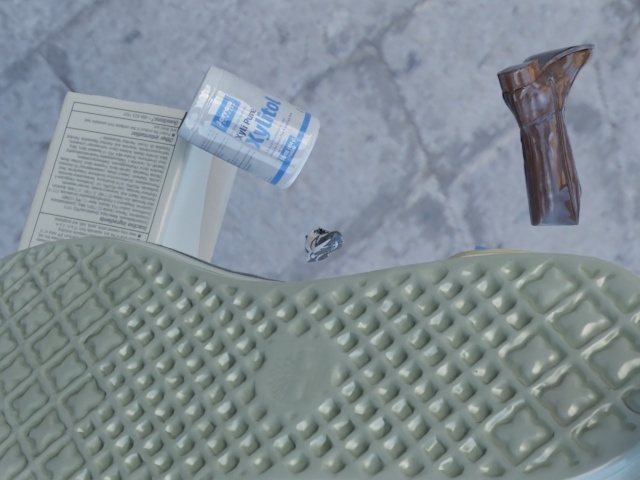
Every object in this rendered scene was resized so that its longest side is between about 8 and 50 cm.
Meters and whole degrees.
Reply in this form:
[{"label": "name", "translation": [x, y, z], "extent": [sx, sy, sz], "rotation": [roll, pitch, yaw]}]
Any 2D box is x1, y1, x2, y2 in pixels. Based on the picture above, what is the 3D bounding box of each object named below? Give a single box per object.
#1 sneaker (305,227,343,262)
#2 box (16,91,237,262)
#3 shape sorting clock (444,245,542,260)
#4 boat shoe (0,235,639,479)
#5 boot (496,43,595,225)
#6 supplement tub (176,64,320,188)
[{"label": "sneaker", "translation": [0.000, 0.000, 1.907], "extent": [0.040, 0.043, 0.109], "rotation": [-8, 170, -23]}, {"label": "box", "translation": [-0.194, 0.034, 1.236], "extent": [0.121, 0.148, 0.311], "rotation": [43, 62, -68]}, {"label": "shape sorting clock", "translation": [0.233, 0.057, 1.503], "extent": [0.206, 0.206, 0.040], "rotation": [38, 60, -54]}, {"label": "boat shoe", "translation": [-0.035, 0.100, 0.717], "extent": [0.156, 0.500, 0.186], "rotation": [52, 45, -47]}, {"label": "boot", "translation": [0.164, -0.071, 0.908], "extent": [0.106, 0.037, 0.114], "rotation": [-26, 103, -40]}, {"label": "supplement tub", "translation": [-0.061, -0.096, 1.145], "extent": [0.107, 0.071, 0.071], "rotation": [26, 110, -10]}]
